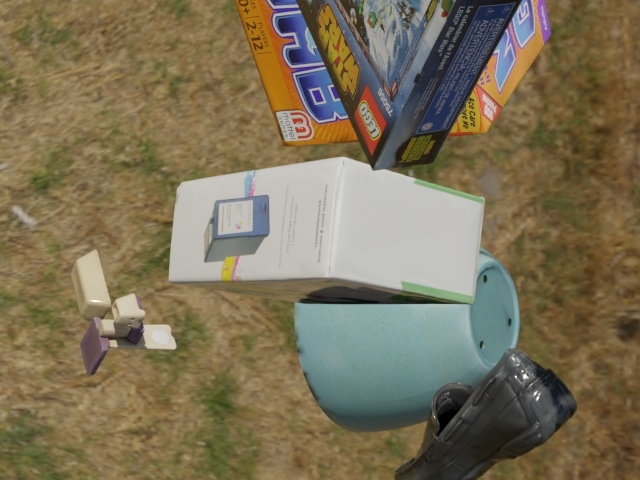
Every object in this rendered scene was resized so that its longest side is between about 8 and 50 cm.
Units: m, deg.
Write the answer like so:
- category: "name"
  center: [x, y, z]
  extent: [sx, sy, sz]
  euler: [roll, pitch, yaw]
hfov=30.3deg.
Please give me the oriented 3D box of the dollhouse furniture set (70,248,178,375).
- category: "dollhouse furniture set"
  center: [-0.165, 0.048, 1.042]
  extent: [0.081, 0.091, 0.114]
  euler: [3, 48, -33]

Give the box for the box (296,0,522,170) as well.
- category: "box"
  center: [0.018, -0.106, 0.404]
  extent: [0.027, 0.094, 0.137]
  euler: [-9, 60, -24]

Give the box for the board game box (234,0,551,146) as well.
- category: "board game box"
  center: [0.114, -0.394, 1.858]
  extent: [0.356, 0.357, 0.356]
  euler: [-53, 133, -47]

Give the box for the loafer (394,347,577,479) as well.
- category: "loafer"
  center: [0.122, 0.153, 0.971]
  extent: [0.076, 0.223, 0.078]
  euler: [-31, 80, -38]

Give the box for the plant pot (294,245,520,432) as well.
- category: "plant pot"
  center: [0.131, 0.096, 1.471]
  extent: [0.290, 0.196, 0.290]
  euler: [9, 79, -53]

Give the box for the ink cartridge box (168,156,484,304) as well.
- category: "ink cartridge box"
  center: [0.000, 0.000, 0.947]
  extent: [0.154, 0.212, 0.093]
  euler: [12, 81, -39]
